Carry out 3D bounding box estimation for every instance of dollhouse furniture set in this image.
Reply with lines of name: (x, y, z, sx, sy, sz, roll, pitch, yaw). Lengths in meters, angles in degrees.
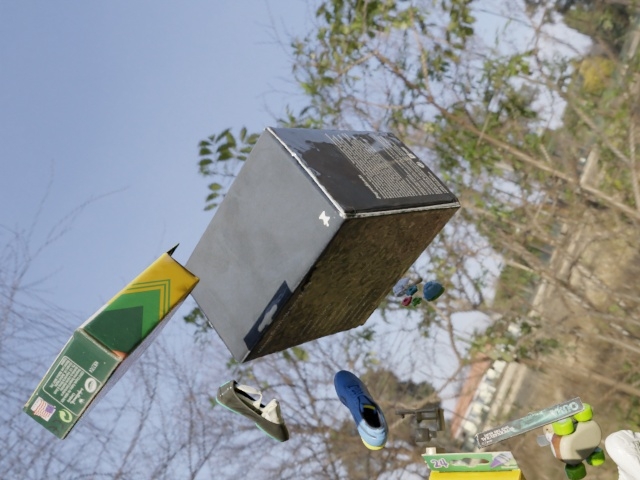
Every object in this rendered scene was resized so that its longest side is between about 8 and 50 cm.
dollhouse furniture set: (0.257, 0.523, 1.786, 0.144, 0.123, 0.151, 36, -132, -62)

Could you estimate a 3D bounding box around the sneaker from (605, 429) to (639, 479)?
sneaker: (0.532, 0.408, 1.124, 0.115, 0.232, 0.090, -36, 20, 33)

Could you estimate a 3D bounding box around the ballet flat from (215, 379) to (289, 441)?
ballet flat: (-0.190, 0.523, 2.087, 0.096, 0.280, 0.095, -52, 15, 13)

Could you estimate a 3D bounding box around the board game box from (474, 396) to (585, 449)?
board game box: (0.363, 0.325, 1.190, 0.186, 0.026, 0.126, -22, -21, 5)

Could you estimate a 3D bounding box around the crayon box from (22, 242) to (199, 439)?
crayon box: (-0.314, 0.148, 1.090, 0.202, 0.081, 0.318, -50, 4, 27)

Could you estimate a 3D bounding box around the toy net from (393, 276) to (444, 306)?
toy net: (0.285, 0.167, 2.099, 0.122, 0.045, 0.232, -46, 15, -16)

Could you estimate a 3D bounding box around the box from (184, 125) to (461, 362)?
box: (0.000, 0.000, 1.633, 0.472, 0.297, 0.479, -10, -37, -51)

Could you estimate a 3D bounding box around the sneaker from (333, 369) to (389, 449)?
sneaker: (0.091, 0.351, 1.473, 0.069, 0.209, 0.082, -15, -46, -16)

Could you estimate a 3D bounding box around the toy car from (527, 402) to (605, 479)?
toy car: (0.626, 0.514, 1.782, 0.149, 0.188, 0.154, -22, -82, -28)

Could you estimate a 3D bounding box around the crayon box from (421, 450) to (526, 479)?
crayon box: (0.359, 0.585, 1.432, 0.322, 0.203, 0.083, 59, -144, -24)
